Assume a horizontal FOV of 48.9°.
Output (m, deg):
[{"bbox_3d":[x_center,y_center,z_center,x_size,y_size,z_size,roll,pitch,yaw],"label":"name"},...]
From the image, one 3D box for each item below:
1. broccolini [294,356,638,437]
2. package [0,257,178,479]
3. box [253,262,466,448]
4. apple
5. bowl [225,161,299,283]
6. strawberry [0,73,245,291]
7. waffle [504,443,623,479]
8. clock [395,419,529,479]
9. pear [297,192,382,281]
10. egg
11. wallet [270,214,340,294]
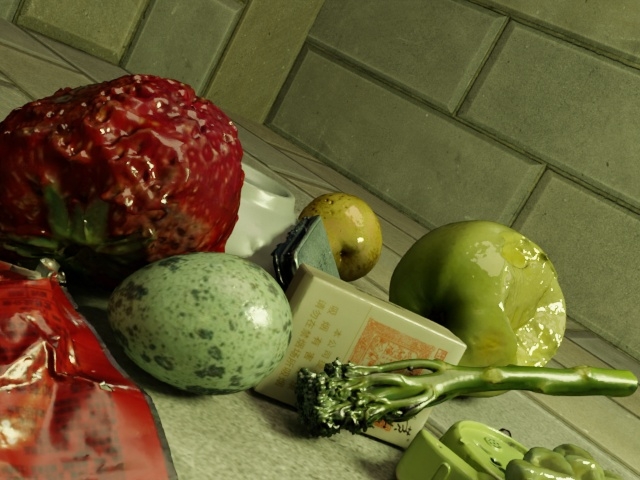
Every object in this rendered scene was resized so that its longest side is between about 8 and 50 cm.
[{"bbox_3d":[0.161,0.170,0.749,0.391,0.074,0.079,5,63,-18],"label":"broccolini"},{"bbox_3d":[-0.221,0.086,0.507,0.193,0.071,0.269,3,28,-33],"label":"package"},{"bbox_3d":[0.039,0.127,0.764,0.201,0.141,0.058,26,6,-20],"label":"box"},{"bbox_3d":[0.227,0.099,1.065,0.279,0.279,0.279,27,11,-6],"label":"apple"},{"bbox_3d":[-0.132,-0.024,0.978,0.345,0.157,0.345,28,12,-6],"label":"bowl"},{"bbox_3d":[-0.203,-0.065,0.725,0.274,0.274,0.221,21,56,-32],"label":"strawberry"},{"bbox_3d":[0.247,0.295,0.548,0.309,0.056,0.292,5,47,-56],"label":"waffle"},{"bbox_3d":[0.188,0.255,0.736,0.170,0.069,0.232,34,12,27],"label":"clock"},{"bbox_3d":[0.036,-0.001,1.323,0.177,0.178,0.178,27,11,-6],"label":"pear"},{"bbox_3d":[-0.110,0.075,0.655,0.172,0.132,0.132,13,15,-16],"label":"egg"},{"bbox_3d":[-0.004,0.066,0.887,0.036,0.168,0.222,-15,11,14],"label":"wallet"}]
